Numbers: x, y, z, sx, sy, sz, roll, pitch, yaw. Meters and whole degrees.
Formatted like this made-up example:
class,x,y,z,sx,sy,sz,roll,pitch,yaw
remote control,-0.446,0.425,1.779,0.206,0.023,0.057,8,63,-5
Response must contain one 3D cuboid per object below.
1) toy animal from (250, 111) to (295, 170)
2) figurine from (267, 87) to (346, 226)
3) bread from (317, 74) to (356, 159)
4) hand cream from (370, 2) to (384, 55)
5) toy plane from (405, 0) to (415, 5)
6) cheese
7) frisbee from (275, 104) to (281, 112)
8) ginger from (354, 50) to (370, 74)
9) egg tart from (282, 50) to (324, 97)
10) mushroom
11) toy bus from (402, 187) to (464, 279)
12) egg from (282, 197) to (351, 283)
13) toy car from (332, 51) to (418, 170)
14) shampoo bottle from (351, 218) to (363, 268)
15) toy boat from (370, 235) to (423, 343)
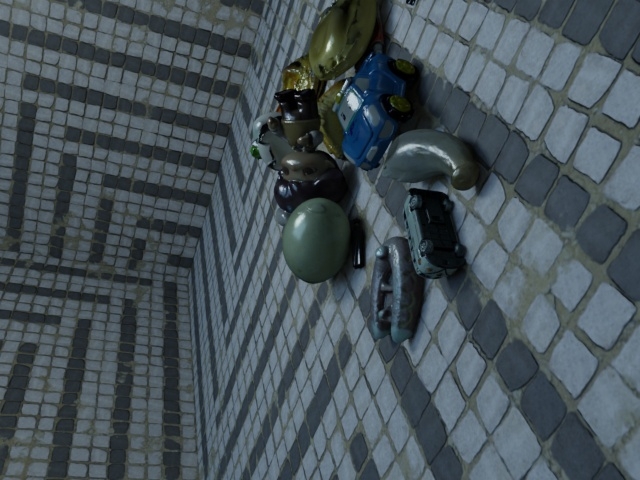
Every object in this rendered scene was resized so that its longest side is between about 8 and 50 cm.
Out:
class,x,y,z,sx,sy,sz,roll,pitch,yaw
toy animal,-0.152,-0.353,2.097,0.266,0.212,0.213,-146,68,-64
figurine,-0.045,-0.226,1.638,0.206,0.218,0.365,-78,-20,-48
bread,0.038,-0.372,1.717,0.174,0.132,0.252,-125,50,-60
hand cream,0.159,-0.596,1.661,0.052,0.038,0.216,-28,45,30
toy plane,0.257,-0.665,1.410,0.078,0.053,0.197,-99,23,-61
cheese,0.059,-0.584,1.679,0.259,0.128,0.316,-47,24,44
frisbee,-0.170,-0.484,2.449,0.192,0.035,0.192,-169,90,-69
ginger,0.120,-0.534,1.701,0.069,0.051,0.173,-56,33,40
egg tart,-0.079,-0.564,2.142,0.297,0.132,0.297,-175,90,-72
mushroom,0.226,-0.167,1.180,0.270,0.103,0.118,19,100,64
toy bus,0.216,-0.009,1.150,0.089,0.087,0.194,114,156,-49
egg,-0.010,0.003,1.580,0.187,0.186,0.253,-110,23,-54
toy car,0.115,-0.311,1.386,0.198,0.165,0.314,120,168,-47
shampoo bottle,0.096,0.007,1.527,0.048,0.027,0.137,132,144,-57
toy boat,0.150,0.102,1.261,0.155,0.085,0.228,173,106,-69
